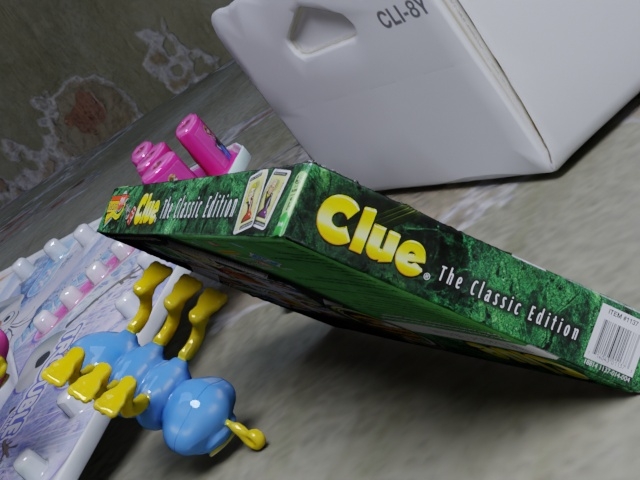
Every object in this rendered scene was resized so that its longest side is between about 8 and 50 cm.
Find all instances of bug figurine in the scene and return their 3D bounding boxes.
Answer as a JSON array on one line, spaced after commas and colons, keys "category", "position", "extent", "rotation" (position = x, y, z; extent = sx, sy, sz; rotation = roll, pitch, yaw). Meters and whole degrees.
[{"category": "bug figurine", "position": [-0.170, 0.099, 0.508], "extent": [0.279, 0.216, 0.072], "rotation": [-45, -26, -39]}]

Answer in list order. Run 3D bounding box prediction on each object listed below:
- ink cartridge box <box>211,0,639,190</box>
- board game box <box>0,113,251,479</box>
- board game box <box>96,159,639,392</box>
[{"category": "ink cartridge box", "position": [0.155, -0.204, 0.764], "extent": [0.385, 0.160, 0.279], "rotation": [-40, 14, -20]}, {"category": "board game box", "position": [-0.252, 0.110, 0.755], "extent": [0.390, 0.050, 0.390], "rotation": [-24, 28, 36]}, {"category": "board game box", "position": [0.002, 0.011, 0.478], "extent": [0.260, 0.136, 0.030], "rotation": [3, 68, 67]}]
